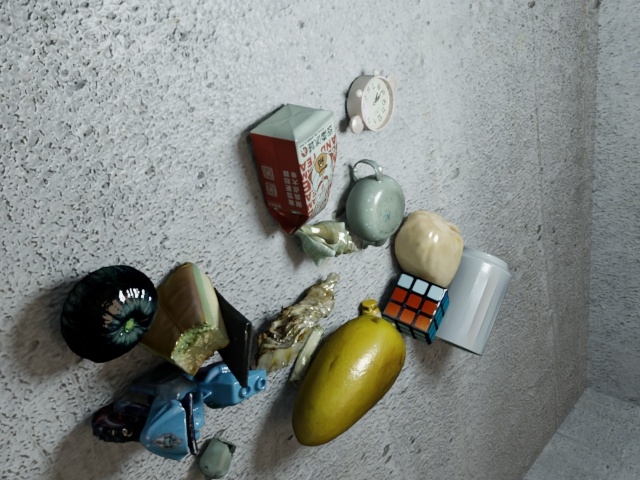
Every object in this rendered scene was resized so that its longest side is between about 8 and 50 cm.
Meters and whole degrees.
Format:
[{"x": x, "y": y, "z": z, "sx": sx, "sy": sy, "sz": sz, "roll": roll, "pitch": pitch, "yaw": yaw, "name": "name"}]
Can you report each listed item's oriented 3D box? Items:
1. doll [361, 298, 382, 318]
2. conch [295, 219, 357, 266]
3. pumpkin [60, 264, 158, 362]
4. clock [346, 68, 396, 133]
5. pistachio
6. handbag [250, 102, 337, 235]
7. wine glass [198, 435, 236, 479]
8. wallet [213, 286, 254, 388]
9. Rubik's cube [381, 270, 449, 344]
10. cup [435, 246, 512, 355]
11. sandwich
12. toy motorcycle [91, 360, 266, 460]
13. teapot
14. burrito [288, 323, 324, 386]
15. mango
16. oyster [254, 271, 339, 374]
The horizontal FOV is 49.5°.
[{"x": 0.149, "y": 0.248, "z": 2.134, "sx": 0.084, "sy": 0.073, "sz": 0.127, "roll": -14, "pitch": 113, "yaw": -11, "name": "doll"}, {"x": 0.003, "y": 0.012, "z": 1.835, "sx": 0.233, "sy": 0.137, "sz": 0.114, "roll": -8, "pitch": 134, "yaw": -39, "name": "conch"}, {"x": -0.416, "y": 0.140, "z": 1.366, "sx": 0.202, "sy": 0.140, "sz": 0.202, "roll": -42, "pitch": 148, "yaw": -36, "name": "pumpkin"}, {"x": 0.136, "y": -0.379, "z": 1.907, "sx": 0.229, "sy": 0.063, "sz": 0.156, "roll": -55, "pitch": 134, "yaw": -26, "name": "clock"}, {"x": 0.347, "y": 0.040, "z": 2.210, "sx": 0.194, "sy": 0.213, "sz": 0.318, "roll": -97, "pitch": 173, "yaw": -47, "name": "pistachio"}, {"x": -0.045, "y": -0.167, "z": 1.695, "sx": 0.171, "sy": 0.151, "sz": 0.298, "roll": -45, "pitch": 137, "yaw": -38, "name": "handbag"}, {"x": -0.279, "y": 0.589, "z": 1.725, "sx": 0.079, "sy": 0.079, "sz": 0.196, "roll": 35, "pitch": 76, "yaw": -49, "name": "wine glass"}, {"x": -0.205, "y": 0.208, "z": 1.543, "sx": 0.030, "sy": 0.285, "sz": 0.146, "roll": -4, "pitch": 104, "yaw": -23, "name": "wallet"}, {"x": 0.302, "y": 0.215, "z": 2.194, "sx": 0.161, "sy": 0.163, "sz": 0.162, "roll": -63, "pitch": 157, "yaw": -14, "name": "Rubik's cube"}, {"x": 0.511, "y": 0.214, "z": 2.441, "sx": 0.323, "sy": 0.236, "sz": 0.327, "roll": 58, "pitch": 53, "yaw": -77, "name": "cup"}, {"x": -0.277, "y": 0.163, "z": 1.501, "sx": 0.220, "sy": 0.186, "sz": 0.108, "roll": -57, "pitch": 140, "yaw": -20, "name": "sandwich"}, {"x": -0.282, "y": 0.365, "z": 1.525, "sx": 0.416, "sy": 0.232, "sz": 0.172, "roll": -13, "pitch": 107, "yaw": -48, "name": "toy motorcycle"}, {"x": 0.149, "y": -0.095, "z": 1.969, "sx": 0.193, "sy": 0.129, "sz": 0.295, "roll": -35, "pitch": 125, "yaw": -38, "name": "teapot"}, {"x": -0.039, "y": 0.323, "z": 1.953, "sx": 0.045, "sy": 0.041, "sz": 0.186, "roll": 29, "pitch": 78, "yaw": -8, "name": "burrito"}, {"x": 0.069, "y": 0.391, "z": 1.941, "sx": 0.445, "sy": 0.220, "sz": 0.301, "roll": -43, "pitch": 162, "yaw": -33, "name": "mango"}, {"x": -0.072, "y": 0.235, "z": 1.822, "sx": 0.396, "sy": 0.111, "sz": 0.204, "roll": -41, "pitch": 164, "yaw": -54, "name": "oyster"}]
